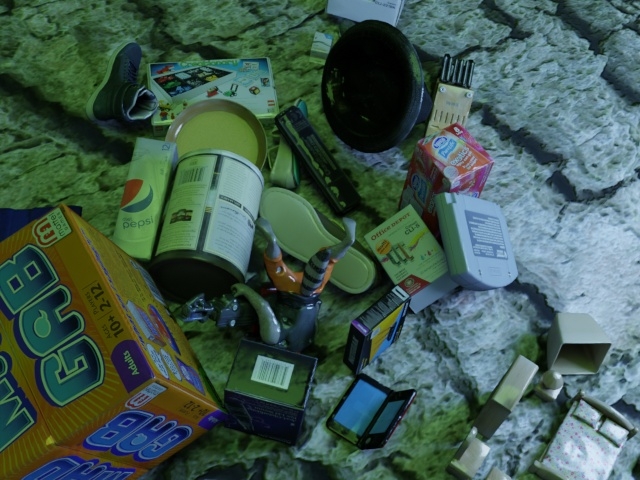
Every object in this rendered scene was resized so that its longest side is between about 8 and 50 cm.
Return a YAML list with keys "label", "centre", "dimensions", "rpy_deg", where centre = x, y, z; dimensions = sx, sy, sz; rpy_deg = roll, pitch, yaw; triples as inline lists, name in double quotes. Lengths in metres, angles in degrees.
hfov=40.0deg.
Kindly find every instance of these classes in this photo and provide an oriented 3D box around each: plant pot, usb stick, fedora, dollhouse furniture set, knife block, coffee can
- label: "plant pot"
  centre: [0.535, 0.212, 1.856]
  dimensions: [0.108, 0.109, 0.096]
  rpy_deg: [0, 46, -6]
- label: "usb stick"
  centre: [-0.006, -0.183, 2.017]
  dimensions: [0.077, 0.045, 0.278]
  rpy_deg: [-34, 88, -27]
- label: "fedora"
  centre: [0.156, -0.363, 2.104]
  dimensions: [0.152, 0.334, 0.334]
  rpy_deg: [-2, 53, -44]
- label: "plant pot"
  centre: [-0.240, -0.213, 2.033]
  dimensions: [0.236, 0.032, 0.237]
  rpy_deg: [0, 76, -2]
- label: "dollhouse furniture set"
  centre: [0.474, 0.405, 1.683]
  dimensions: [0.355, 0.174, 0.303]
  rpy_deg: [33, 61, 14]
- label: "knife block"
  centre: [0.315, -0.322, 2.185]
  dimensions: [0.088, 0.242, 0.276]
  rpy_deg: [13, 102, 3]
- label: "coffee can"
  centre: [-0.236, -0.025, 1.850]
  dimensions: [0.201, 0.202, 0.276]
  rpy_deg: [9, 57, -1]

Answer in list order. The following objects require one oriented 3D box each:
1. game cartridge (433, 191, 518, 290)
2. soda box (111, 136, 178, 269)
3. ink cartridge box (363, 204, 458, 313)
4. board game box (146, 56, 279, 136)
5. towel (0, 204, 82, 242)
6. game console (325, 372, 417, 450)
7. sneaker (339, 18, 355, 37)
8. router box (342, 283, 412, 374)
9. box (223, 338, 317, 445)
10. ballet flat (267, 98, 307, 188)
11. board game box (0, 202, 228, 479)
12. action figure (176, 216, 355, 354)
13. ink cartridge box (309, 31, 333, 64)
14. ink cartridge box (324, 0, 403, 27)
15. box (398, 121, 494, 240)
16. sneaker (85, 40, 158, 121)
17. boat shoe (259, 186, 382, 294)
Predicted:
- label: "game cartridge"
  centre: [0.333, 0.008, 1.860]
  dimensions: [0.062, 0.297, 0.198]
  rpy_deg: [-12, 80, 31]
- label: "soda box"
  centre: [-0.378, -0.075, 1.903]
  dimensions: [0.091, 0.098, 0.286]
  rpy_deg: [8, 66, 0]
- label: "ink cartridge box"
  centre: [0.199, 0.040, 1.884]
  dimensions: [0.128, 0.127, 0.176]
  rpy_deg: [-35, 64, 4]
- label: "board game box"
  centre: [-0.263, -0.353, 2.139]
  dimensions: [0.305, 0.053, 0.193]
  rpy_deg: [-5, 60, -10]
- label: "towel"
  centre: [-0.657, 0.030, 1.847]
  dimensions: [0.308, 0.076, 0.228]
  rpy_deg: [-1, 51, -7]
- label: "game console"
  centre: [0.101, 0.333, 1.739]
  dimensions: [0.085, 0.124, 0.144]
  rpy_deg: [44, 60, -11]
- label: "sneaker"
  centre: [0.097, -0.523, 2.276]
  dimensions: [0.064, 0.076, 0.167]
  rpy_deg: [-16, 61, -17]
- label: "router box"
  centre: [0.113, 0.182, 1.776]
  dimensions: [0.133, 0.179, 0.046]
  rpy_deg: [-37, 66, -24]
- label: "box"
  centre: [-0.098, 0.291, 1.665]
  dimensions: [0.153, 0.207, 0.108]
  rpy_deg: [14, 58, 3]
- label: "ballet flat"
  centre: [-0.083, -0.232, 2.076]
  dimensions: [0.086, 0.086, 0.249]
  rpy_deg: [7, 58, -2]
- label: "board game box"
  centre: [-0.439, 0.226, 1.518]
  dimensions: [0.356, 0.356, 0.357]
  rpy_deg: [-34, 66, -1]
- label: "action figure"
  centre: [-0.089, 0.119, 1.705]
  dimensions: [0.341, 0.330, 0.178]
  rpy_deg: [-9, 35, -35]
- label: "ink cartridge box"
  centre: [0.001, -0.497, 2.276]
  dimensions: [0.048, 0.028, 0.083]
  rpy_deg: [11, 58, 1]
- label: "ink cartridge box"
  centre: [0.143, -0.699, 2.350]
  dimensions: [0.196, 0.114, 0.273]
  rpy_deg: [17, 49, 4]
- label: "box"
  centre: [0.272, -0.122, 1.938]
  dimensions: [0.122, 0.257, 0.128]
  rpy_deg: [-28, 65, -20]
- label: "sneaker"
  centre: [-0.438, -0.374, 2.076]
  dimensions: [0.163, 0.086, 0.226]
  rpy_deg: [6, 65, 32]
- label: "boat shoe"
  centre: [0.000, 0.000, 1.926]
  dimensions: [0.324, 0.096, 0.117]
  rpy_deg: [38, 102, 20]
